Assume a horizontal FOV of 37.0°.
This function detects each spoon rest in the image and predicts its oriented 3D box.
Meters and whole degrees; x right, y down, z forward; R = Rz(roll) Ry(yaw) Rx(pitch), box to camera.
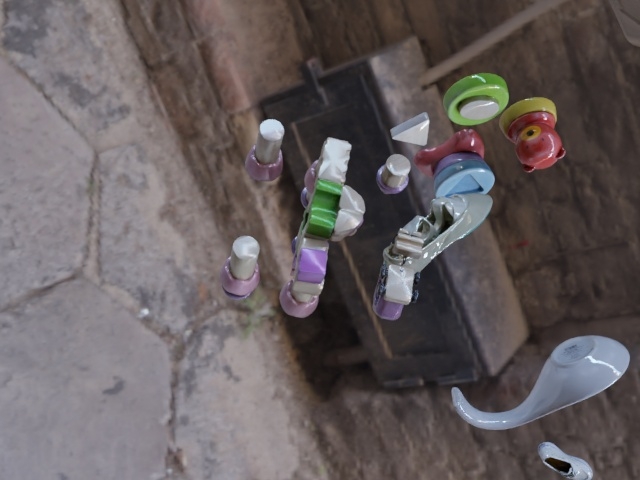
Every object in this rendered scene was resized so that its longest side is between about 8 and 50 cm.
[{"bbox_3d":[0.346,0.225,1.490,0.137,0.276,0.084,-80,145,-67],"label":"spoon rest"}]

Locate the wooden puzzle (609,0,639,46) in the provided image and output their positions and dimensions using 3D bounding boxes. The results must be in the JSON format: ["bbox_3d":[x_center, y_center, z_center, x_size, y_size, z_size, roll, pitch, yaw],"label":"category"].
[{"bbox_3d":[0.601,-0.473,1.687,0.080,0.322,0.348,-40,114,-3],"label":"wooden puzzle"}]

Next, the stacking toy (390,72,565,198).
[{"bbox_3d":[0.323,-0.188,1.961,0.279,0.309,0.130,24,43,-45],"label":"stacking toy"}]

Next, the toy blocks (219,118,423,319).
[{"bbox_3d":[0.000,0.000,1.627,0.308,0.260,0.289,13,63,-4],"label":"toy blocks"}]

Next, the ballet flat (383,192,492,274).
[{"bbox_3d":[0.198,-0.024,1.636,0.248,0.086,0.086,-41,115,-20],"label":"ballet flat"}]

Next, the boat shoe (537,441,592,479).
[{"bbox_3d":[0.361,0.333,1.404,0.100,0.035,0.035,35,26,-19],"label":"boat shoe"}]
